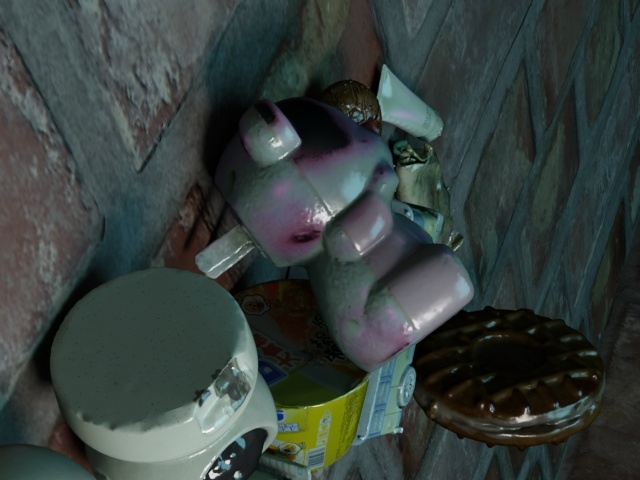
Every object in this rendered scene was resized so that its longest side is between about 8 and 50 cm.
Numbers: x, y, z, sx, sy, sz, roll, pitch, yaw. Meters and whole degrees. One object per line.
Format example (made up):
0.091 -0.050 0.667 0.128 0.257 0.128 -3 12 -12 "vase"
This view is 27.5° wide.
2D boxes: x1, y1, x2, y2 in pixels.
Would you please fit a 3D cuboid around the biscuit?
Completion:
0.310 0.222 2.170 0.332 0.332 0.103 -46 143 -52 "biscuit"

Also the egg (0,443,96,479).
-0.243 0.253 1.086 0.209 0.151 0.151 68 39 -59 "egg"

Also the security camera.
-0.143 0.165 1.248 0.236 0.194 0.195 83 28 -49 "security camera"

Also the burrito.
0.161 -0.057 2.013 0.096 0.066 0.309 -64 151 -25 "burrito"

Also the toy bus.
0.047 0.095 1.702 0.190 0.152 0.312 8 94 -68 "toy bus"

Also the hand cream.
0.121 -0.189 1.878 0.205 0.049 0.078 21 82 -63 "hand cream"

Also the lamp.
0.000 0.000 1.409 0.247 0.301 0.247 -37 174 1 "lamp"

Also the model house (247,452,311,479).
-0.099 0.375 1.418 0.215 0.198 0.224 -73 165 -68 "model house"

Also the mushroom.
0.029 -0.138 1.630 0.109 0.085 0.126 -57 144 -40 "mushroom"

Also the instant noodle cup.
-0.030 0.166 1.509 0.205 0.205 0.153 -56 155 -43 "instant noodle cup"
